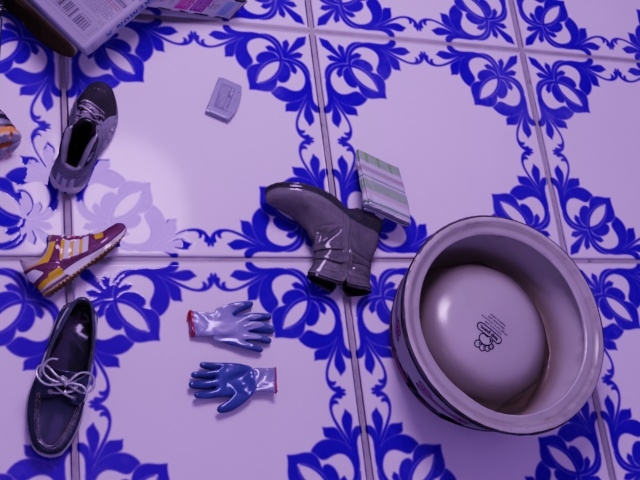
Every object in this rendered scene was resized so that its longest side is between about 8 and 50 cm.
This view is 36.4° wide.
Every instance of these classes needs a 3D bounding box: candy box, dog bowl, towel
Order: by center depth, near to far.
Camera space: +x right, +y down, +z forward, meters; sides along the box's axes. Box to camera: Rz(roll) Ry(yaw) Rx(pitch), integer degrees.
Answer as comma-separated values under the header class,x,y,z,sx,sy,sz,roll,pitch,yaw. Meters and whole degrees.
class,x,y,z,sx,sy,sz,roll,pitch,yaw
dog bowl,0.308,0.167,1.795,0.407,0.150,0.408,8,67,-19
candy box,-0.267,-0.520,1.860,0.233,0.071,0.159,-2,68,-42
towel,0.118,-0.100,1.869,0.113,0.023,0.152,23,39,-30

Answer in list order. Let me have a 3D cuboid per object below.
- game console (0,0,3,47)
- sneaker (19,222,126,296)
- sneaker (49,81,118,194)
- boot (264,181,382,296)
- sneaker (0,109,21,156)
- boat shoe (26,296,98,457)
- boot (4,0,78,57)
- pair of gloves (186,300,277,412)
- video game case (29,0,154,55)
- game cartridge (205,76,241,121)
class,x,y,z,sx,sy,sz,roll,pitch,yaw
game console,-0.680,-0.396,1.621,0.293,0.250,0.173,3,51,-20
sneaker,-0.412,0.010,1.629,0.185,0.069,0.084,-40,92,-30
sneaker,-0.398,-0.199,1.683,0.086,0.132,0.229,18,64,-13
boot,0.000,0.000,1.781,0.246,0.083,0.161,22,64,-17
sneaker,-0.616,-0.168,1.625,0.214,0.084,0.083,-17,66,-31
boat shoe,-0.403,0.213,1.544,0.095,0.079,0.255,19,64,-13
boot,-0.480,-0.450,1.786,0.213,0.077,0.165,42,60,4
pair of gloves,-0.151,0.199,1.679,0.159,0.023,0.198,2,68,-18
video game case,-0.415,-0.531,1.739,0.300,0.036,0.329,-43,77,-12
game cartridge,-0.182,-0.269,1.861,0.056,0.017,0.083,21,63,-8
